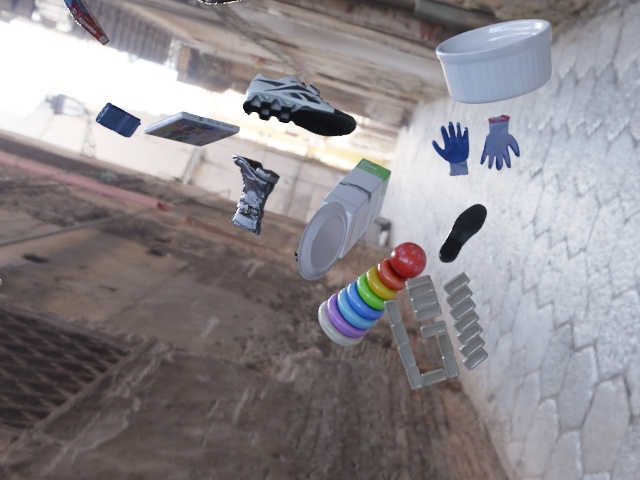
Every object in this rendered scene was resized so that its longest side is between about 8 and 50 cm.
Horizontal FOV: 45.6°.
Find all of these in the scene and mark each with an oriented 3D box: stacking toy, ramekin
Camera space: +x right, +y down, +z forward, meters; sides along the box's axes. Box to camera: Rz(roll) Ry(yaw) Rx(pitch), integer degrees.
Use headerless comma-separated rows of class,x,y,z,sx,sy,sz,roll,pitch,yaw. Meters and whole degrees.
stacking toy,0.142,0.126,1.917,0.330,0.141,0.141,-46,13,32
ramekin,0.431,-0.436,1.863,0.277,0.277,0.135,-68,-34,-61

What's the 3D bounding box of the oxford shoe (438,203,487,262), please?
oxford shoe,0.419,-0.023,2.283,0.212,0.076,0.076,-50,-4,-5

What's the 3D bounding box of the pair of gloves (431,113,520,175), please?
pair of gloves,0.359,-0.218,1.764,0.023,0.198,0.159,-81,-19,-46

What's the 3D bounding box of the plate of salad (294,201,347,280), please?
plate of salad,0.000,0.000,1.821,0.200,0.048,0.200,-37,-41,-41

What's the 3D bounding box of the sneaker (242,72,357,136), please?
sneaker,-0.047,-0.400,2.172,0.122,0.330,0.146,121,163,-61

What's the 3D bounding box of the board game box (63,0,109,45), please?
board game box,-0.703,-0.688,2.164,0.027,0.281,0.145,-36,-23,4

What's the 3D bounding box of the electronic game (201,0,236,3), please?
electronic game,-0.200,-0.621,1.847,0.229,0.229,0.048,-59,-42,-79

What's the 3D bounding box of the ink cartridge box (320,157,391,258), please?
ink cartridge box,0.102,-0.104,2.432,0.273,0.114,0.198,-47,-21,-42

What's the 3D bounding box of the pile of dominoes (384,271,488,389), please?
pile of dominoes,0.263,0.198,1.719,0.040,0.195,0.251,-95,-13,-70

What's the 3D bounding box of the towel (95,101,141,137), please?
towel,-0.540,-0.320,2.032,0.067,0.029,0.119,-47,-34,12

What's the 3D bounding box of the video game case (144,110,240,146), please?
video game case,-0.272,-0.234,1.610,0.157,0.143,0.019,-9,76,48

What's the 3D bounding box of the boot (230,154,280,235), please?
boot,-0.257,-0.158,2.615,0.091,0.263,0.229,12,-74,-43
